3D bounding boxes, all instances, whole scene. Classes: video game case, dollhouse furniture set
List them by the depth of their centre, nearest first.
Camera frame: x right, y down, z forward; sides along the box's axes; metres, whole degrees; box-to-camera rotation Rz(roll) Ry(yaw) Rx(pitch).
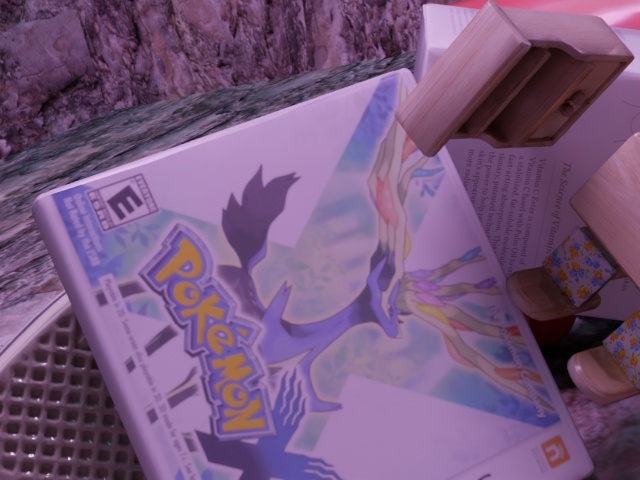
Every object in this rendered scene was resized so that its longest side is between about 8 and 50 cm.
[{"bbox_3d":[0.193,-0.037,0.915,0.161,0.242,0.212,-7,-35,-49],"label":"dollhouse furniture set"},{"bbox_3d":[0.003,0.072,0.931,0.300,0.329,0.036,-22,-6,-25],"label":"video game case"}]

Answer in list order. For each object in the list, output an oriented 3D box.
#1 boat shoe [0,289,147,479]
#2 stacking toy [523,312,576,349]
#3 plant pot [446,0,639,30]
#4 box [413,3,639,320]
[{"bbox_3d":[-0.178,0.141,1.001,0.500,0.186,0.156,-36,5,-4],"label":"boat shoe"},{"bbox_3d":[0.103,0.085,1.171,0.330,0.141,0.141,-22,15,-38],"label":"stacking toy"},{"bbox_3d":[0.269,-0.158,1.399,0.243,0.275,0.275,-20,11,22],"label":"plant pot"},{"bbox_3d":[0.243,-0.062,1.148,0.345,0.215,0.168,8,22,0],"label":"box"}]
